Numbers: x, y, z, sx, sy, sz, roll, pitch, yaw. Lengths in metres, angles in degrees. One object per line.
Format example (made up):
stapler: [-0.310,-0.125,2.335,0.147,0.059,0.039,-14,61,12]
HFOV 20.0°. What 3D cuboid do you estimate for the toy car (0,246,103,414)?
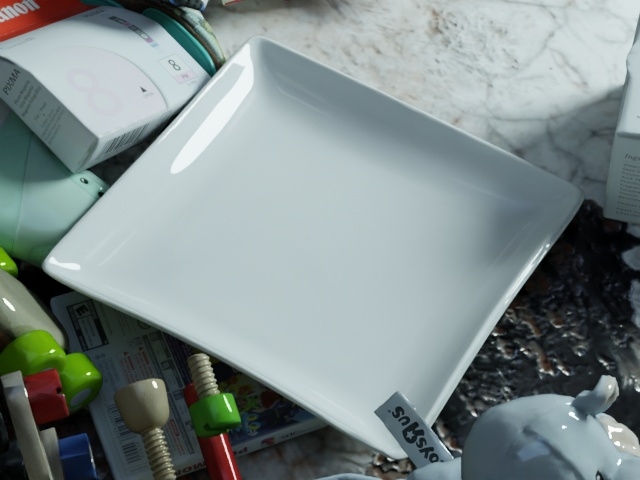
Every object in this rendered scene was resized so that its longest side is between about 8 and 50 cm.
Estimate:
toy car: [-0.300,0.108,1.445,0.188,0.149,0.155,-42,67,0]

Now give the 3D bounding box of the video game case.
video game case: [-0.110,0.100,1.512,0.183,0.023,0.201,-18,52,-12]

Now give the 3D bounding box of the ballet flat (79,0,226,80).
ballet flat: [-0.164,-0.206,1.732,0.221,0.077,0.079,26,32,21]

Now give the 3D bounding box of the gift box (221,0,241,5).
gift box: [-0.009,-0.388,1.746,0.276,0.258,0.255,-12,52,-12]

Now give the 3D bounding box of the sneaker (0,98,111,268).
sneaker: [-0.230,-0.066,1.613,0.151,0.094,0.256,23,45,0]

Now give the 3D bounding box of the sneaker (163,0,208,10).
sneaker: [-0.135,-0.269,1.715,0.080,0.081,0.211,12,10,-18]

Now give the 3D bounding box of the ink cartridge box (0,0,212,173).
ink cartridge box: [-0.229,-0.178,1.616,0.232,0.066,0.189,48,36,6]

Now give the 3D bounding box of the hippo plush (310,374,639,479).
hippo plush: [0.170,0.175,1.272,0.234,0.236,0.294,-38,76,-27]

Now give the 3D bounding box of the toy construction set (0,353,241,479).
toy construction set: [-0.174,0.227,1.309,0.308,0.257,0.237,-9,69,-31]

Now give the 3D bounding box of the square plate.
square plate: [0.000,0.000,1.547,0.347,0.049,0.344,27,52,16]

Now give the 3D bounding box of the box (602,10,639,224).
box: [0.354,-0.107,1.602,0.181,0.119,0.181,10,53,10]
